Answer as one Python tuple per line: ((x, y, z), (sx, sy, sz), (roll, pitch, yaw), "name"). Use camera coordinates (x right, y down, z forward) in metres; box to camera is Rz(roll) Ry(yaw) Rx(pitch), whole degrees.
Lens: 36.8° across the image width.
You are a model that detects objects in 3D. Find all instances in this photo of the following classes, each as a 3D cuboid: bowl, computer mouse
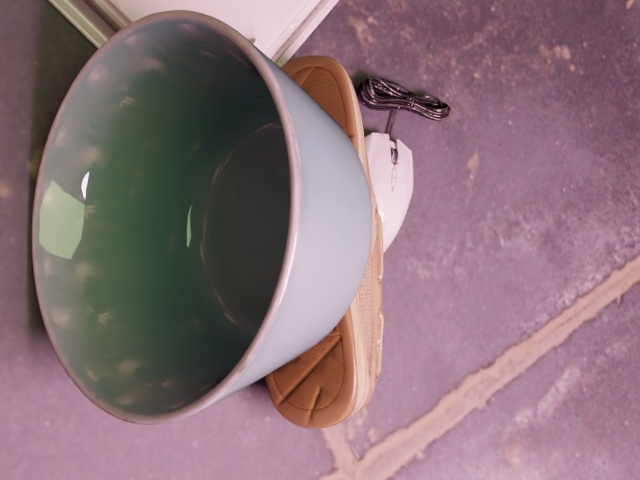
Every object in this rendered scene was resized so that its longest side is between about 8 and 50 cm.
((-0.081, -0.013, 0.781), (0.163, 0.311, 0.312), (6, 82, -49), "bowl")
((0.071, -0.073, 0.987), (0.106, 0.042, 0.193), (20, 76, -27), "computer mouse")

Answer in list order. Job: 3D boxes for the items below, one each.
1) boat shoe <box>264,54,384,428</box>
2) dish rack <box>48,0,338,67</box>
((0.000, 0.000, 0.914), (0.110, 0.121, 0.341), (5, 84, -66), "boat shoe")
((-0.096, -0.300, 0.903), (0.285, 0.072, 0.333), (45, 68, -19), "dish rack")
